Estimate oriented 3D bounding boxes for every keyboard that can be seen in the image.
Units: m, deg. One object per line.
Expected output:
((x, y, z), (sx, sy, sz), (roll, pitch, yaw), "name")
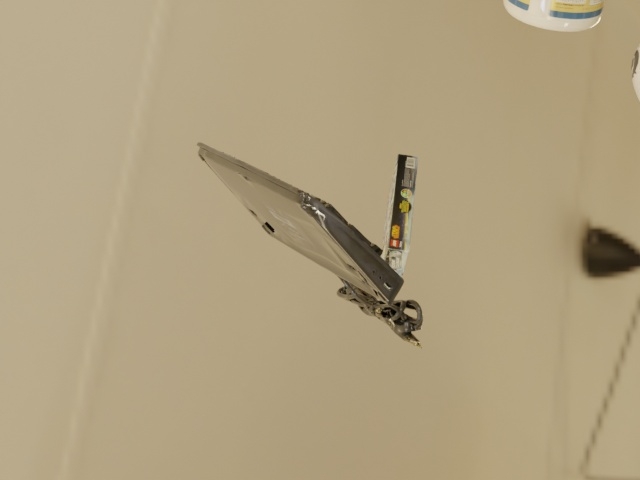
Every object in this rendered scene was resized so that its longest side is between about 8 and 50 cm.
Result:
((0.000, 0.000, 1.540), (0.033, 0.317, 0.201), (-44, -68, -7), "keyboard")

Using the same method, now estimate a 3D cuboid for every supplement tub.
((0.341, -0.407, 2.466), (0.144, 0.144, 0.200), (-39, -37, -55), "supplement tub")

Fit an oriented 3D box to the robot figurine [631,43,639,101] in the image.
((0.481, -0.238, 2.021), (0.209, 0.278, 0.173), (28, -151, -22), "robot figurine")

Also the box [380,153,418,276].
((0.091, -0.020, 2.080), (0.094, 0.027, 0.137), (100, 178, -56), "box")
